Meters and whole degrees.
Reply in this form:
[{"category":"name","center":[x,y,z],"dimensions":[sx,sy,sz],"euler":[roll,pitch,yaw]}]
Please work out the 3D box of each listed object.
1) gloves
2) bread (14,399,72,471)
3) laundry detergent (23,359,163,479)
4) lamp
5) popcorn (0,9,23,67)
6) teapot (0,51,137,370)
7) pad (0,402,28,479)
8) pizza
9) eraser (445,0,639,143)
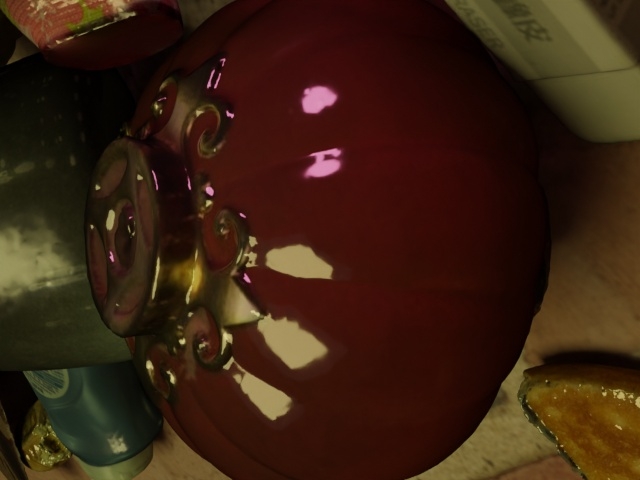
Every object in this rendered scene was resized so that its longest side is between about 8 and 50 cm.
[{"category":"gloves","center":[-0.161,-0.234,0.986],"dimensions":[0.145,0.126,0.241],"euler":[-28,69,48]},{"category":"bread","center":[-0.276,0.197,1.584],"dimensions":[0.066,0.060,0.110],"euler":[59,146,9]},{"category":"laundry detergent","center":[-0.211,0.116,1.408],"dimensions":[0.143,0.094,0.290],"euler":[21,145,35]},{"category":"lamp","center":[0.000,0.000,0.912],"dimensions":[0.303,0.257,0.303],"euler":[-9,80,61]},{"category":"popcorn","center":[-0.332,-0.193,1.131],"dimensions":[0.266,0.192,0.233],"euler":[-8,116,37]},{"category":"teapot","center":[-0.263,-0.024,1.126],"dimensions":[0.285,0.305,0.223],"euler":[-16,134,3]},{"category":"pad","center":[-0.376,0.120,1.606],"dimensions":[0.220,0.004,0.330],"euler":[36,147,42]},{"category":"pizza","center":[0.228,0.153,1.031],"dimensions":[0.185,0.036,0.176],"euler":[4,129,42]},{"category":"eraser","center":[0.073,-0.176,0.775],"dimensions":[0.352,0.061,0.089],"euler":[42,155,-30]}]
